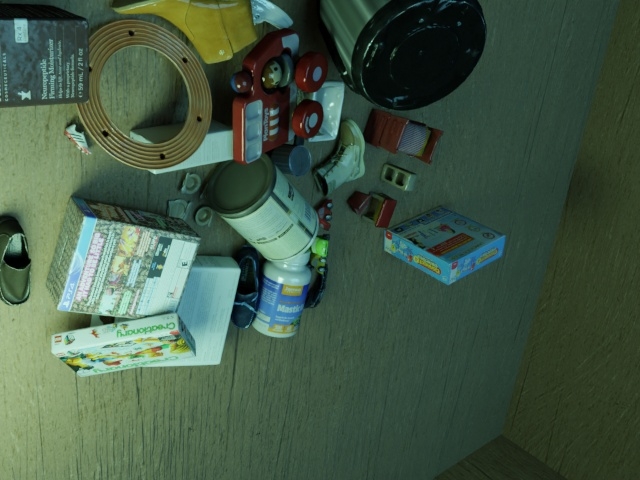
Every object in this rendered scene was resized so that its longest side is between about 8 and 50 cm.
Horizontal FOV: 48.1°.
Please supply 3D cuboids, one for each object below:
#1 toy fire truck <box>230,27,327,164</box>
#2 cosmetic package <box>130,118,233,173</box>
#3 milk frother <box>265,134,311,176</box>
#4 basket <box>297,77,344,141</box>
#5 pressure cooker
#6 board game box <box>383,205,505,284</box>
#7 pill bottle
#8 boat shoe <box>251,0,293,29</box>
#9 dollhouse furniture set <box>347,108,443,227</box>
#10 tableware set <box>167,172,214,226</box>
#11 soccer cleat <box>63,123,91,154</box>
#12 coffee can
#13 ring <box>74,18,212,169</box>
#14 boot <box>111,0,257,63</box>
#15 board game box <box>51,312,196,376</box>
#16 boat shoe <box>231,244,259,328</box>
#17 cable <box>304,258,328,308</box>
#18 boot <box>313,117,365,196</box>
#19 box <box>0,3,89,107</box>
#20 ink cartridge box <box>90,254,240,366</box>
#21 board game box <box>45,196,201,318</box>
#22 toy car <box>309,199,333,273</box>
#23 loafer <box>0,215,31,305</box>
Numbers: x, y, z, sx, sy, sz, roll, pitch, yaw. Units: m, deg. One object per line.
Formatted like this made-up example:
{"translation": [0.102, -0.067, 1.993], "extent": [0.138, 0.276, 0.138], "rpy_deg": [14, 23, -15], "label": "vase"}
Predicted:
{"translation": [-0.123, -0.359, 1.778], "extent": [0.254, 0.169, 0.302], "rpy_deg": [-36, 140, -46], "label": "toy fire truck"}
{"translation": [-0.333, -0.233, 1.748], "extent": [0.231, 0.117, 0.086], "rpy_deg": [-18, 123, -37], "label": "cosmetic package"}
{"translation": [-0.122, -0.239, 1.940], "extent": [0.143, 0.134, 0.129], "rpy_deg": [-13, 108, -43], "label": "milk frother"}
{"translation": [-0.015, -0.371, 1.998], "extent": [0.113, 0.103, 0.167], "rpy_deg": [-13, 121, -40], "label": "basket"}
{"translation": [0.191, -0.591, 1.861], "extent": [0.375, 0.420, 0.370], "rpy_deg": [-11, 144, -17], "label": "pressure cooker"}
{"translation": [0.436, 0.008, 2.529], "extent": [0.308, 0.302, 0.086], "rpy_deg": [-22, 127, -35], "label": "board game box"}
{"translation": [-0.113, 0.142, 2.167], "extent": [0.152, 0.152, 0.272], "rpy_deg": [-5, 117, -44], "label": "pill bottle"}
{"translation": [-0.190, -0.556, 1.721], "extent": [0.277, 0.098, 0.096], "rpy_deg": [18, 100, -40], "label": "boat shoe"}
{"translation": [0.222, -0.215, 2.294], "extent": [0.201, 0.152, 0.374], "rpy_deg": [3, 110, -46], "label": "dollhouse furniture set"}
{"translation": [-0.328, -0.106, 1.902], "extent": [0.168, 0.020, 0.141], "rpy_deg": [10, 105, -47], "label": "tableware set"}
{"translation": [-0.539, -0.226, 1.610], "extent": [0.035, 0.029, 0.083], "rpy_deg": [-47, 134, -8], "label": "soccer cleat"}
{"translation": [-0.151, -0.088, 1.943], "extent": [0.201, 0.201, 0.275], "rpy_deg": [-53, 142, -8], "label": "coffee can"}
{"translation": [-0.392, -0.323, 1.598], "extent": [0.336, 0.032, 0.337], "rpy_deg": [4, 84, -41], "label": "ring"}
{"translation": [-0.293, -0.485, 1.607], "extent": [0.295, 0.104, 0.211], "rpy_deg": [-18, 137, -6], "label": "boot"}
{"translation": [-0.479, 0.261, 1.774], "extent": [0.305, 0.053, 0.193], "rpy_deg": [-10, 152, 0], "label": "board game box"}
{"translation": [-0.231, 0.144, 2.082], "extent": [0.109, 0.089, 0.258], "rpy_deg": [-1, 109, -4], "label": "boat shoe"}
{"translation": [-0.041, 0.132, 2.323], "extent": [0.150, 0.047, 0.185], "rpy_deg": [17, 96, -41], "label": "cable"}
{"translation": [0.052, -0.249, 2.162], "extent": [0.165, 0.077, 0.213], "rpy_deg": [-32, 136, -26], "label": "boot"}
{"translation": [-0.577, -0.360, 1.384], "extent": [0.203, 0.167, 0.169], "rpy_deg": [-14, 122, -40], "label": "box"}
{"translation": [-0.432, 0.191, 1.953], "extent": [0.385, 0.091, 0.308], "rpy_deg": [5, 111, -29], "label": "ink cartridge box"}
{"translation": [-0.470, 0.050, 1.714], "extent": [0.291, 0.141, 0.232], "rpy_deg": [12, 104, -36], "label": "board game box"}
{"translation": [0.000, 0.000, 2.175], "extent": [0.225, 0.053, 0.239], "rpy_deg": [-83, 180, -80], "label": "toy car"}
{"translation": [-0.685, 0.059, 1.591], "extent": [0.080, 0.078, 0.220], "rpy_deg": [-20, 126, -37], "label": "loafer"}
